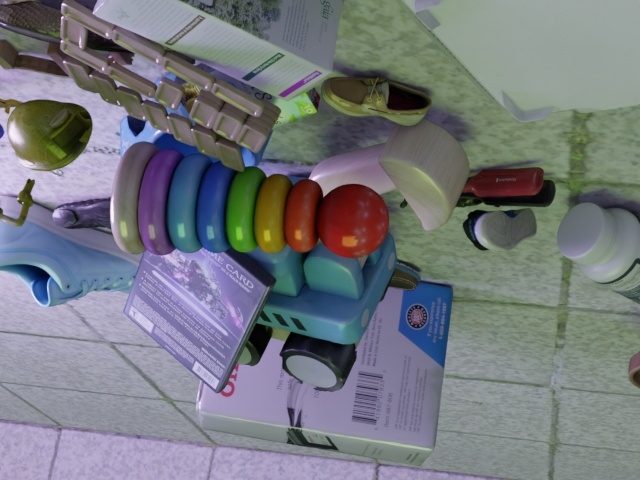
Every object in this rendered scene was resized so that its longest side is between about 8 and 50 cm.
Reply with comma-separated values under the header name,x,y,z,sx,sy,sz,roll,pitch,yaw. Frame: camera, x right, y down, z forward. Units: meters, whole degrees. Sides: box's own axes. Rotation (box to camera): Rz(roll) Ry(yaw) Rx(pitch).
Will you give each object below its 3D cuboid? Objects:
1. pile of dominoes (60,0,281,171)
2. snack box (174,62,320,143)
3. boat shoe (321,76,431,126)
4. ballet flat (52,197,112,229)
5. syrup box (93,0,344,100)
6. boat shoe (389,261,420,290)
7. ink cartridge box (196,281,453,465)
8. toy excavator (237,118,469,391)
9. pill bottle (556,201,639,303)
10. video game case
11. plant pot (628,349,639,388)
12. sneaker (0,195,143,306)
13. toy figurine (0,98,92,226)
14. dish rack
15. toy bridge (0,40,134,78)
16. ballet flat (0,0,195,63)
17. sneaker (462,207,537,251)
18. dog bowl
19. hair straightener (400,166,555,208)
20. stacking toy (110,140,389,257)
name,x,y,z,sx,sy,sz,roll,pitch,yaw
pile of dominoes,-0.169,-0.175,1.317,0.251,0.040,0.196,28,160,-6
snack box,-0.086,-0.170,1.372,0.141,0.037,0.100,-19,126,21
boat shoe,0.068,-0.171,1.393,0.135,0.050,0.045,8,158,-24
ballet flat,-0.345,-0.047,1.892,0.173,0.049,0.058,1,114,18
syrup box,-0.100,-0.238,1.220,0.236,0.093,0.096,22,155,-29
boat shoe,0.074,0.063,1.946,0.183,0.066,0.066,13,159,-10
ink cartridge box,0.007,0.203,2.027,0.394,0.286,0.166,10,159,0
toy excavator,0.000,0.000,1.641,0.432,0.222,0.445,12,144,23
pill bottle,0.414,0.016,1.633,0.180,0.108,0.108,24,154,-32
video game case,-0.179,0.081,1.696,0.196,0.026,0.274,39,137,11
plant pot,0.636,0.188,1.973,0.237,0.110,0.237,9,158,4
sneaker,-0.424,0.057,2.021,0.365,0.150,0.135,23,156,-32
toy figurine,-0.469,-0.167,1.419,0.362,0.191,0.217,13,149,42
dish rack,0.237,-0.214,1.181,0.285,0.072,0.333,-7,154,34
toy bridge,-0.308,-0.220,1.444,0.188,0.026,0.063,1,158,23
ballet flat,-0.253,-0.244,1.337,0.249,0.058,0.084,11,-176,12
sneaker,0.223,-0.012,1.599,0.084,0.058,0.152,-10,-176,35
dog bowl,-0.168,-0.126,1.562,0.165,0.074,0.297,19,156,-22
hair straightener,0.213,-0.056,1.615,0.230,0.047,0.089,-6,154,35
stacking toy,-0.080,-0.033,1.449,0.330,0.141,0.141,8,159,9
